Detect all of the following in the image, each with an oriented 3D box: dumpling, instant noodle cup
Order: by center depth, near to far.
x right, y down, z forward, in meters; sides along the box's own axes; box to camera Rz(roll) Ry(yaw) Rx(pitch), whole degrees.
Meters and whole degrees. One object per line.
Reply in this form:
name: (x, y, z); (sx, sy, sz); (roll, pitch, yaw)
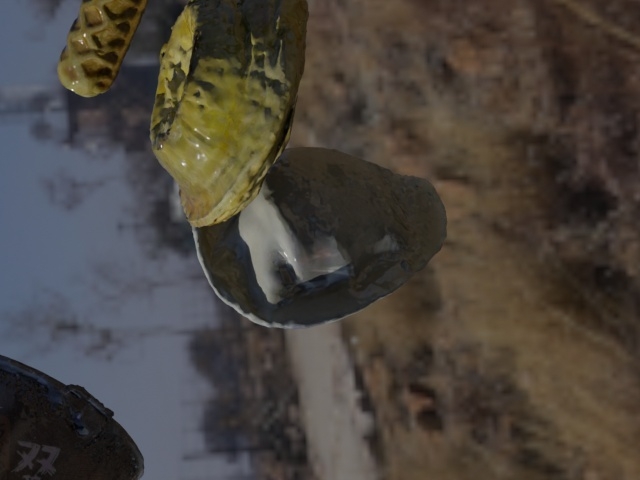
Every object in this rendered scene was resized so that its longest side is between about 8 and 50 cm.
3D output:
instant noodle cup: (-0.269, 0.215, 1.326); (0.217, 0.217, 0.207); (91, -160, -59)
dumpling: (-0.003, -0.003, 1.987); (0.175, 0.243, 0.227); (44, -147, -43)

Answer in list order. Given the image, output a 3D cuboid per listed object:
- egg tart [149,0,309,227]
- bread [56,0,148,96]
egg tart: (-0.110, -0.158, 1.863); (0.290, 0.115, 0.290); (-164, 90, -72)
bread: (-0.220, -0.320, 2.052); (0.084, 0.077, 0.367); (-83, 19, -57)
